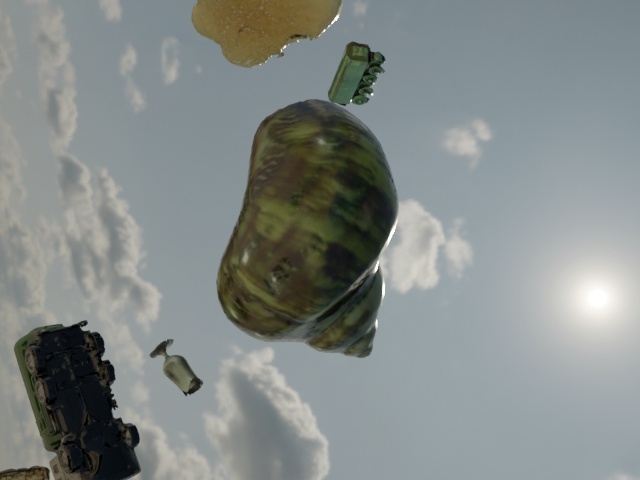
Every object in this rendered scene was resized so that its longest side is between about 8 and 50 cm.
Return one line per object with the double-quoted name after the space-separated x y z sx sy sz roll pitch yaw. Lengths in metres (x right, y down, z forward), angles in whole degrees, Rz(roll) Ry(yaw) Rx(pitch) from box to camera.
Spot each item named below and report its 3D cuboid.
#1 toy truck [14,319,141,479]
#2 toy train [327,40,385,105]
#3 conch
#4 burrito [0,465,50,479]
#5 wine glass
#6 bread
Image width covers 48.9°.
-0.334 0.223 0.942 0.125 0.101 0.242 -38 -109 41 "toy truck"
0.058 -0.266 1.147 0.148 0.071 0.038 120 -22 -68 "toy train"
0.002 0.002 0.558 0.124 0.187 0.181 29 -33 37 "conch"
-0.380 0.298 0.839 0.149 0.055 0.041 -29 -106 38 "burrito"
-0.200 0.180 0.994 0.083 0.042 0.039 43 -67 19 "wine glass"
-0.098 -0.351 1.038 0.251 0.182 0.039 -15 -135 40 "bread"
